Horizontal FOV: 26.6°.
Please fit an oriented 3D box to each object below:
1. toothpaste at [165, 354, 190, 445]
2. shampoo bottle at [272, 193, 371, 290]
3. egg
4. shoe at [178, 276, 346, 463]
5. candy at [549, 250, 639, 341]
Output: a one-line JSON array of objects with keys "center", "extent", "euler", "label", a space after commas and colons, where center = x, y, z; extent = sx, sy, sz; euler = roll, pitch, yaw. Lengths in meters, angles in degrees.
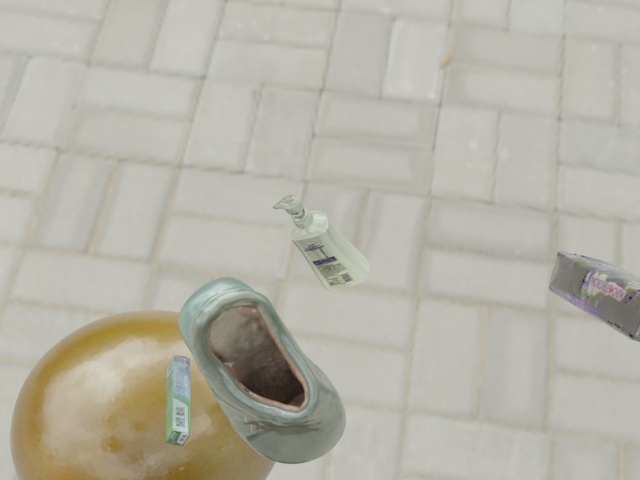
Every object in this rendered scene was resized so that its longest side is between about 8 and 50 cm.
[{"center": [-0.122, 0.137, 1.162], "extent": [0.017, 0.020, 0.083], "euler": [14, 42, -20], "label": "toothpaste"}, {"center": [0.000, 0.000, 1.274], "extent": [0.049, 0.141, 0.034], "euler": [-12, 54, 20], "label": "shampoo bottle"}, {"center": [-0.203, 0.224, 1.633], "extent": [0.351, 0.282, 0.282], "euler": [-4, 48, -39], "label": "egg"}, {"center": [-0.033, 0.110, 0.970], "extent": [0.079, 0.195, 0.078], "euler": [-34, 37, -4], "label": "shoe"}, {"center": [0.347, 0.068, 1.544], "extent": [0.088, 0.312, 0.061], "euler": [14, 96, -10], "label": "candy"}]
